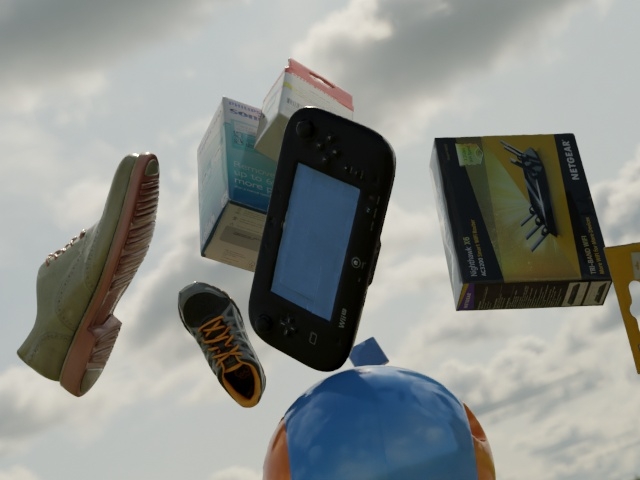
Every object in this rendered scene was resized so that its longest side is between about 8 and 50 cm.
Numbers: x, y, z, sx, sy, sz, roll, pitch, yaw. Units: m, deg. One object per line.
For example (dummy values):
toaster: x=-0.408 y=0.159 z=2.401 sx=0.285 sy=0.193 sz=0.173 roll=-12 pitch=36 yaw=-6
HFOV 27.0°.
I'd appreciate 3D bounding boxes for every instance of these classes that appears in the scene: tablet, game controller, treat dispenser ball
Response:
tablet: x=0.075 y=0.187 z=2.148 sx=0.054 sy=0.083 sz=0.006 roll=-28 pitch=-59 yaw=-3
game controller: x=0.000 y=0.000 z=1.642 sx=0.067 sy=0.166 sz=0.319 roll=-7 pitch=-63 yaw=-43
treat dispenser ball: x=0.072 y=0.297 z=1.643 sx=0.288 sy=0.288 sz=0.288 roll=-18 pitch=-15 yaw=-5

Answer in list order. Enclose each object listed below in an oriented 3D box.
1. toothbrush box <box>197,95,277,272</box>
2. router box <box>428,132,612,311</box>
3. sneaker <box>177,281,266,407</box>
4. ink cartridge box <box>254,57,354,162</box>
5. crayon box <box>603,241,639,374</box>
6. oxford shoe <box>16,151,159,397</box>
toothbrush box: x=-0.079 y=-0.078 z=2.164 sx=0.216 sy=0.296 sz=0.126 roll=18 pitch=-57 yaw=-19
router box: x=0.319 y=-0.034 z=2.162 sx=0.242 sy=0.309 sz=0.081 roll=-3 pitch=-37 yaw=-6
sneaker: x=-0.139 y=0.155 z=1.965 sx=0.084 sy=0.215 sz=0.083 roll=-31 pitch=17 yaw=3
ink cartridge box: x=-0.023 y=-0.191 z=2.127 sx=0.078 sy=0.134 sz=0.231 roll=-53 pitch=15 yaw=26
crayon box: x=0.551 y=0.050 z=1.724 sx=0.322 sy=0.203 sz=0.083 roll=-10 pitch=24 yaw=22
oxford shoe: x=-0.361 y=0.037 z=2.041 sx=0.146 sy=0.397 sz=0.140 roll=23 pitch=7 yaw=11
